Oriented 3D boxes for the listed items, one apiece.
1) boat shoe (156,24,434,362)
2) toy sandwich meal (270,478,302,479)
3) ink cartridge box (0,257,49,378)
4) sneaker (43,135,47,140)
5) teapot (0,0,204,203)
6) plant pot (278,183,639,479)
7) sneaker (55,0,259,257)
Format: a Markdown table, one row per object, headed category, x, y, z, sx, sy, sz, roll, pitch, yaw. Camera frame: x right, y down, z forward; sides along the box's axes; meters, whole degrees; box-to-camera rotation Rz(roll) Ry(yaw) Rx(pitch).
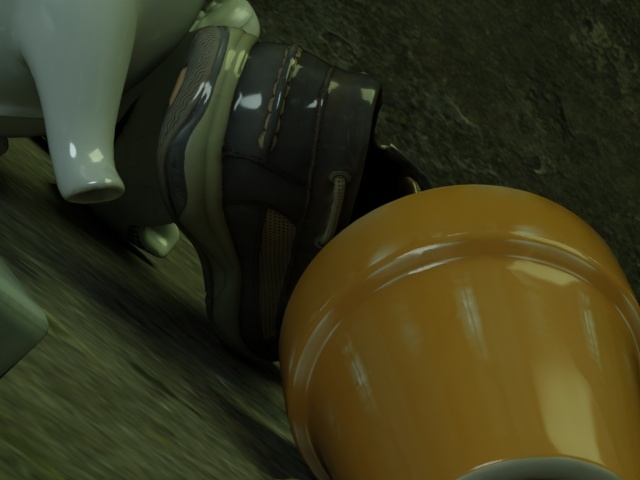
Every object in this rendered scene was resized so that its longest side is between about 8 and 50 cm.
| category | x | y | z | sx | sy | sz | roll | pitch | yaw |
| --- | --- | --- | --- | --- | --- | --- | --- | --- | --- |
| boat shoe | 0.000 | 0.000 | 0.843 | 0.130 | 0.132 | 0.355 | 11 | -19 | 13 |
| toy sandwich meal | 0.000 | 0.133 | 0.568 | 0.085 | 0.029 | 0.085 | 42 | 7 | -7 |
| ink cartridge box | -0.236 | -0.118 | 0.296 | 0.324 | 0.071 | 0.330 | 44 | -5 | 29 |
| sneaker | -0.218 | -0.106 | 1.053 | 0.188 | 0.066 | 0.071 | 37 | 18 | 16 |
| teapot | -0.183 | -0.140 | 0.758 | 0.252 | 0.187 | 0.256 | 14 | 18 | 7 |
| plant pot | 0.086 | 0.104 | 0.699 | 0.205 | 0.205 | 0.188 | 41 | 18 | -25 |
| sneaker | -0.089 | -0.074 | 0.893 | 0.095 | 0.090 | 0.235 | 47 | -38 | 1 |
